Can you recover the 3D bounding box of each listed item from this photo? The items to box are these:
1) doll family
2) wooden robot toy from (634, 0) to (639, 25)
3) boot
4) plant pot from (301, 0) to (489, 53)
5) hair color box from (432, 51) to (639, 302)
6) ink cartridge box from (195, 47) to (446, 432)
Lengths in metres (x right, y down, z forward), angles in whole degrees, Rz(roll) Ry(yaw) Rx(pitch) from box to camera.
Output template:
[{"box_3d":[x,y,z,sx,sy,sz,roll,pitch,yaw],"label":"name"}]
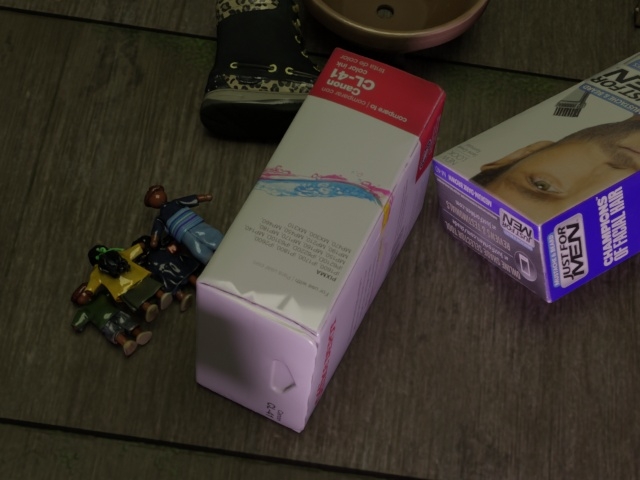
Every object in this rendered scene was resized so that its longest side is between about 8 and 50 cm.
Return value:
[{"box_3d":[-0.181,0.022,1.411,0.111,0.076,0.193,39,59,22],"label":"doll family"},{"box_3d":[0.471,-0.275,1.638,0.173,0.079,0.076,21,60,7],"label":"wooden robot toy"},{"box_3d":[-0.015,-0.200,1.548,0.236,0.085,0.178,2,57,-4],"label":"boot"},{"box_3d":[0.083,-0.299,1.600,0.237,0.109,0.237,2,59,-3],"label":"plant pot"},{"box_3d":[0.312,-0.085,1.457,0.339,0.110,0.185,-29,38,-19],"label":"hair color box"},{"box_3d":[0.000,0.000,1.348,0.131,0.226,0.306,25,60,10],"label":"ink cartridge box"}]
